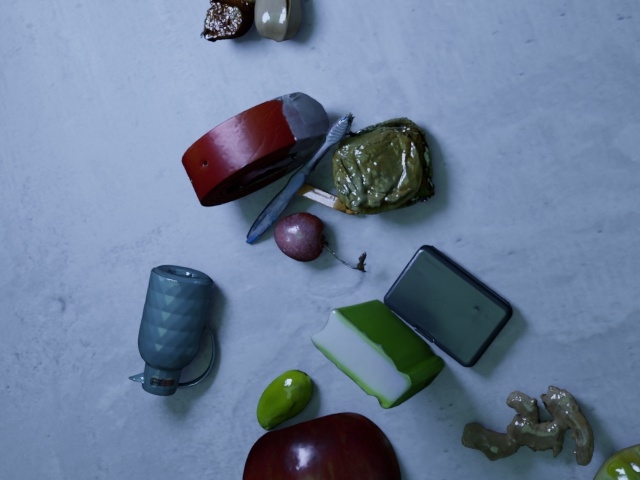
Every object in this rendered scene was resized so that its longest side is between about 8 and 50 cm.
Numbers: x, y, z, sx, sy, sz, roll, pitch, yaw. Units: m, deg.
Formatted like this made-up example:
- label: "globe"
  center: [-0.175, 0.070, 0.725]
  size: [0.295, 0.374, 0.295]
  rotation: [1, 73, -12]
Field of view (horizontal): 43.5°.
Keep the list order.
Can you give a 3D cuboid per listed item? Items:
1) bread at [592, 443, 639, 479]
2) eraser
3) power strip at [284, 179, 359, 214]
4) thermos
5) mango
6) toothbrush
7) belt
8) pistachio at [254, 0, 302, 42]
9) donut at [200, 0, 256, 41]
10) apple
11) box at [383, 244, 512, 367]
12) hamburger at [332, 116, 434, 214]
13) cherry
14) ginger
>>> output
- label: "bread"
  center: [0.573, 0.471, 1.460]
  size: [0.156, 0.158, 0.261]
  rotation: [24, 97, 22]
- label: "eraser"
  center: [0.121, 0.215, 1.562]
  size: [0.210, 0.274, 0.092]
  rotation: [42, 103, 15]
- label: "power strip"
  center: [0.005, -0.093, 1.720]
  size: [0.178, 0.049, 0.028]
  rotation: [24, 96, 19]
- label: "thermos"
  center: [-0.323, 0.209, 1.813]
  size: [0.182, 0.145, 0.287]
  rotation: [10, 98, -13]
- label: "mango"
  center: [-0.083, 0.352, 1.750]
  size: [0.091, 0.074, 0.165]
  rotation: [41, 104, 14]
- label: "toothbrush"
  center: [-0.054, -0.118, 1.687]
  size: [0.035, 0.042, 0.413]
  rotation: [41, 125, -2]
- label: "belt"
  center: [-0.133, -0.189, 1.675]
  size: [0.323, 0.227, 0.115]
  rotation: [-29, 82, 17]
- label: "pistachio"
  center: [-0.090, -0.496, 1.715]
  size: [0.113, 0.113, 0.149]
  rotation: [2, 93, 21]
- label: "donut"
  center: [-0.186, -0.531, 1.740]
  size: [0.085, 0.141, 0.217]
  rotation: [9, 95, 10]
- label: "apple"
  center: [-0.002, 0.557, 1.703]
  size: [0.328, 0.295, 0.365]
  rotation: [-14, 84, 58]
- label: "box"
  center: [0.257, 0.131, 1.627]
  size: [0.230, 0.050, 0.160]
  rotation: [38, 103, 16]
- label: "hamburger"
  center: [0.126, -0.149, 1.646]
  size: [0.206, 0.130, 0.183]
  rotation: [-13, 88, 2]
- label: "cherry"
  center: [0.000, 0.000, 1.701]
  size: [0.225, 0.090, 0.107]
  rotation: [12, 93, 20]
- label: "ginger"
  center: [0.402, 0.361, 1.575]
  size: [0.258, 0.065, 0.150]
  rotation: [-5, 77, 27]
